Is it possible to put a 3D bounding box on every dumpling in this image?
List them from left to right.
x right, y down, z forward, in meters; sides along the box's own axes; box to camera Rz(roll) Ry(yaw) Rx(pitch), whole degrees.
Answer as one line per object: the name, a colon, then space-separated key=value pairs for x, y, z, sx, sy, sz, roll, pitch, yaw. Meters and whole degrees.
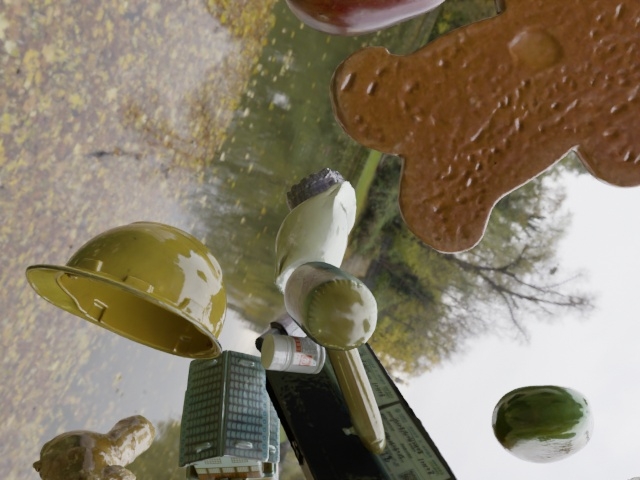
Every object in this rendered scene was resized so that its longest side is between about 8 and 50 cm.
dumpling: x=0.000 y=0.000 z=1.202 sx=0.179 sy=0.131 sz=0.252 roll=29 pitch=87 yaw=-58

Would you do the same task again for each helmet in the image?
helmet: x=-0.224 y=0.046 z=0.781 sx=0.205 sy=0.257 sz=0.140 roll=122 pitch=-9 yaw=-61

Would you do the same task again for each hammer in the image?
hammer: x=0.039 y=0.185 z=0.907 sx=0.202 sy=0.113 sz=0.305 roll=-149 pitch=-139 yaw=-76

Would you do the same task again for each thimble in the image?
thimble: x=-0.001 y=-0.094 z=1.392 sx=0.150 sy=0.098 sz=0.150 roll=-26 pitch=167 yaw=-6

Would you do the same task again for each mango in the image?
mango: x=0.289 y=0.234 z=0.772 sx=0.195 sy=0.130 sz=0.092 roll=94 pitch=2 yaw=-64

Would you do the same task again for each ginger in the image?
ginger: x=-0.321 y=0.327 z=0.811 sx=0.334 sy=0.148 sz=0.081 roll=-111 pitch=-139 yaw=-75

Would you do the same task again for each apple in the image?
apple: x=0.073 y=-0.475 z=0.946 sx=0.288 sy=0.316 sz=0.288 roll=-1 pitch=90 yaw=-86

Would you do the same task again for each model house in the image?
model house: x=-0.181 y=0.373 z=1.200 sx=0.215 sy=0.198 sz=0.224 roll=88 pitch=-1 yaw=-46

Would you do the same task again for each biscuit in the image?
biscuit: x=0.184 y=-0.125 z=0.466 sx=0.324 sy=0.205 sz=0.049 roll=-31 pitch=180 yaw=11

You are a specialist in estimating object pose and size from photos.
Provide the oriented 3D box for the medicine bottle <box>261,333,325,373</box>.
medicine bottle: x=-0.043 y=0.178 z=0.938 sx=0.057 sy=0.089 sz=0.057 roll=-37 pitch=-132 yaw=56

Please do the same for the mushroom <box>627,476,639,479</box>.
mushroom: x=0.560 y=0.426 z=1.018 sx=0.049 sy=0.101 sz=0.019 roll=-91 pitch=-163 yaw=-58

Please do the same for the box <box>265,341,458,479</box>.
box: x=0.055 y=0.315 z=1.001 sx=0.350 sy=0.211 sz=0.058 roll=-125 pitch=-150 yaw=-48

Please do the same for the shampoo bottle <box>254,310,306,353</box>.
shampoo bottle: x=-0.051 y=0.175 z=1.265 sx=0.214 sy=0.072 sz=0.072 roll=-30 pitch=149 yaw=-46
